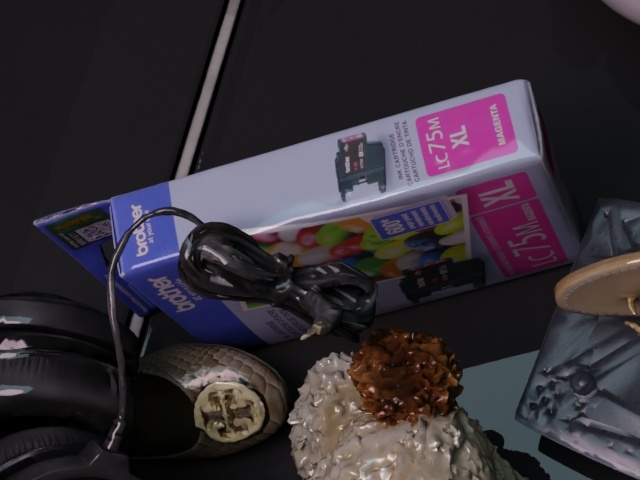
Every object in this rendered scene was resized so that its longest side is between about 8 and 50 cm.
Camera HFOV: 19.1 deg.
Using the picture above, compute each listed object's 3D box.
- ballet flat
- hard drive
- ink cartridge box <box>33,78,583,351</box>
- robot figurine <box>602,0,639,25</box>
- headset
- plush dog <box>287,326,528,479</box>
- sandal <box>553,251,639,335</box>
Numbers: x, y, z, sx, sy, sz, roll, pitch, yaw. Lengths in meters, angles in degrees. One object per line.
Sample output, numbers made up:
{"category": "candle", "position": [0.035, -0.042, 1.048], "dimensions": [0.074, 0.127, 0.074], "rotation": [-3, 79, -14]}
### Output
{"category": "ballet flat", "position": [-0.142, 0.113, 1.243], "dimensions": [0.249, 0.058, 0.084], "rotation": [-1, 111, 18]}
{"category": "hard drive", "position": [0.265, 0.085, 1.157], "dimensions": [0.254, 0.054, 0.172], "rotation": [18, 78, 20]}
{"category": "ink cartridge box", "position": [0.000, 0.000, 1.186], "dimensions": [0.311, 0.186, 0.065], "rotation": [-13, 67, 11]}
{"category": "robot figurine", "position": [0.246, -0.278, 1.200], "dimensions": [0.299, 0.200, 0.354], "rotation": [-1, 71, -5]}
{"category": "headset", "position": [-0.136, 0.134, 1.108], "dimensions": [0.394, 0.185, 0.243], "rotation": [-52, 37, 32]}
{"category": "plush dog", "position": [0.060, 0.177, 1.091], "dimensions": [0.210, 0.225, 0.263], "rotation": [1, 73, 16]}
{"category": "sandal", "position": [0.256, 0.051, 1.092], "dimensions": [0.240, 0.088, 0.079], "rotation": [-5, 65, 9]}
